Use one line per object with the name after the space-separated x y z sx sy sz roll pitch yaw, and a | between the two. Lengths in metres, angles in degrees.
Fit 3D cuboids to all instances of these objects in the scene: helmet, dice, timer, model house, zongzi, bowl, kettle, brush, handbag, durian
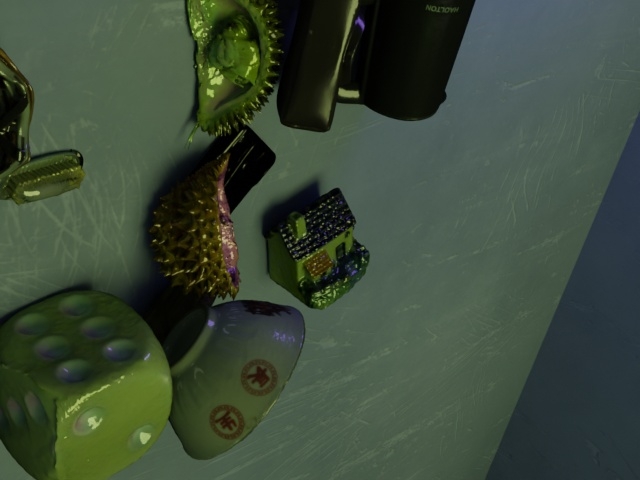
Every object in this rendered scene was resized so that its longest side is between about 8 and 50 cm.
-0.499 -0.174 1.303 0.198 0.130 0.224 -31 131 -38 | helmet
-0.424 0.260 1.692 0.254 0.252 0.249 -26 138 -38 | dice
-0.173 -0.121 1.840 0.187 0.055 0.144 -51 148 -3 | timer
0.000 0.000 2.072 0.194 0.170 0.211 -33 142 -26 | model house
-0.293 0.137 1.874 0.197 0.099 0.194 -6 125 -57 | zongzi
-0.197 0.218 1.783 0.157 0.337 0.337 40 86 -23 | bowl
0.162 -0.396 1.883 0.262 0.203 0.308 -26 142 -40 | kettle
-0.479 -0.074 1.486 0.297 0.060 0.068 -22 139 -40 | brush
-0.002 -0.355 1.690 0.114 0.257 0.285 10 114 -11 | handbag
-0.147 -0.332 1.662 0.170 0.157 0.355 0 128 -9 | durian
-0.230 0.003 1.764 0.153 0.187 0.260 -62 137 -62 | durian
